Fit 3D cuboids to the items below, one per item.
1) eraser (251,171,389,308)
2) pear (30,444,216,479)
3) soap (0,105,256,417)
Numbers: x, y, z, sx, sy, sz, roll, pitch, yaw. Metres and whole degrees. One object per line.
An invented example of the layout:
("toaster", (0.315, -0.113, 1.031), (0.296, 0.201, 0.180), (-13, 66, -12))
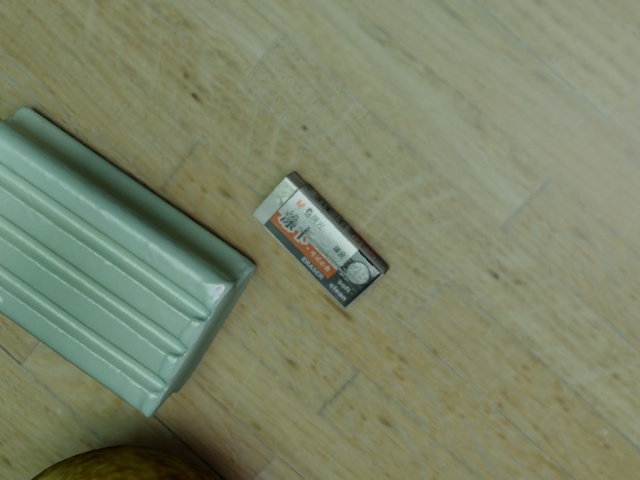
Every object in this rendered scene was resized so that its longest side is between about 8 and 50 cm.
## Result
("eraser", (0.000, 0.000, 0.848), (0.122, 0.029, 0.052), (45, 111, 0))
("pear", (-0.182, 0.326, 0.868), (0.280, 0.281, 0.281), (4, 106, 14))
("soap", (-0.213, 0.017, 0.879), (0.265, 0.087, 0.160), (34, 111, 5))
